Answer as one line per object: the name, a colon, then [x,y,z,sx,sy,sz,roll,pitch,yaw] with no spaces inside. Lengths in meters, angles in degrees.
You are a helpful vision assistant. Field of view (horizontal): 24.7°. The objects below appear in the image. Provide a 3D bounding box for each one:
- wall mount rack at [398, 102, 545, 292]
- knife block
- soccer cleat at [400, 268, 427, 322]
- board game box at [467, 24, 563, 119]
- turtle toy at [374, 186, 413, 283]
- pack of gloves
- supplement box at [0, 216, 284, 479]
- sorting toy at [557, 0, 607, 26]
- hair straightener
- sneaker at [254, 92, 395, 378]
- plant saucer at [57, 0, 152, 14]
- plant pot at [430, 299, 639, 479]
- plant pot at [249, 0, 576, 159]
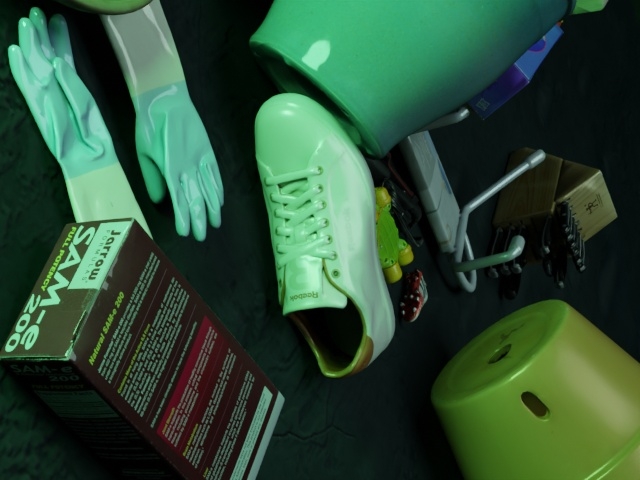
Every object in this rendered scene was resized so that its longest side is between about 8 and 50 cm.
wall mount rack: [0.194,-0.122,1.900,0.304,0.130,0.350,-70,141,-60]
knife block: [0.300,-0.021,2.157,0.276,0.242,0.088,28,-33,58]
soccer cleat: [0.114,0.070,1.745,0.035,0.029,0.083,53,28,-34]
board game box: [0.138,-0.333,1.792,0.347,0.078,0.233,48,29,-4]
turtle toy: [0.047,0.005,1.585,0.095,0.066,0.130,68,26,-15]
pack of gloves: [-0.173,-0.088,1.211,0.195,0.046,0.232,-28,100,-54]
supplement box: [-0.129,0.107,1.118,0.239,0.073,0.130,55,43,-39]
sorting toy: [0.218,-0.386,1.959,0.089,0.257,0.255,-57,131,-37]
hair straightener: [0.068,-0.054,1.704,0.230,0.047,0.089,54,32,-49]
sneaker: [0.000,0.000,1.436,0.290,0.106,0.123,70,25,-13]
plant saucer: [-0.221,-0.302,1.159,0.278,0.041,0.277,38,41,-42]
plant pot: [0.266,0.209,1.736,0.203,0.291,0.291,52,30,-11]
plant pot: [0.074,-0.232,1.485,0.255,0.272,0.271,-48,135,-8]
